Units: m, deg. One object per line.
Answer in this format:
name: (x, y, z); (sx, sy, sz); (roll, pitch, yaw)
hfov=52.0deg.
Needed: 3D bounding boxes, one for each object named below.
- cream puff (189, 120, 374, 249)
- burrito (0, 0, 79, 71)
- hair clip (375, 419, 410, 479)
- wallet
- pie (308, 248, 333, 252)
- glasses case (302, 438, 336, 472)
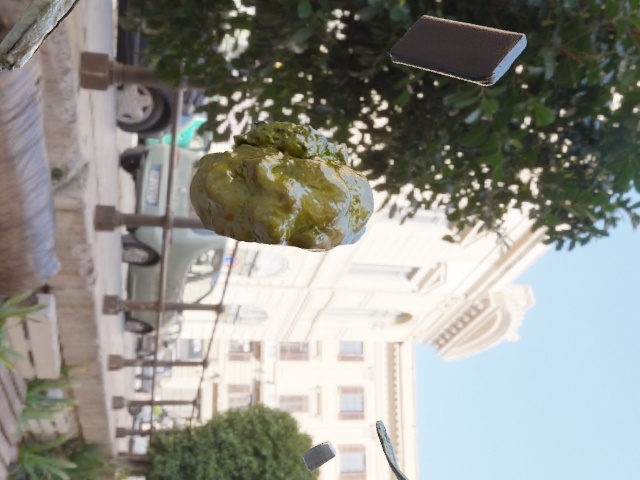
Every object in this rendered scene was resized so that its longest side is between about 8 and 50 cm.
cream puff: (-0.055, -0.087, 1.003); (0.282, 0.282, 0.185); (-142, -122, -72)
burrito: (-0.410, -0.314, 0.949); (0.188, 0.045, 0.058); (-49, 164, 6)
hair clip: (0.149, 0.426, 1.240); (0.229, 0.036, 0.066); (52, -13, 58)
wallet: (0.258, -0.373, 1.278); (0.250, 0.149, 0.044); (24, -29, 33)
pie: (0.000, 0.000, 1.141); (0.084, 0.085, 0.019); (124, -39, -63)
glasses case: (-0.002, 0.509, 1.562); (0.047, 0.071, 0.205); (58, -6, 15)
